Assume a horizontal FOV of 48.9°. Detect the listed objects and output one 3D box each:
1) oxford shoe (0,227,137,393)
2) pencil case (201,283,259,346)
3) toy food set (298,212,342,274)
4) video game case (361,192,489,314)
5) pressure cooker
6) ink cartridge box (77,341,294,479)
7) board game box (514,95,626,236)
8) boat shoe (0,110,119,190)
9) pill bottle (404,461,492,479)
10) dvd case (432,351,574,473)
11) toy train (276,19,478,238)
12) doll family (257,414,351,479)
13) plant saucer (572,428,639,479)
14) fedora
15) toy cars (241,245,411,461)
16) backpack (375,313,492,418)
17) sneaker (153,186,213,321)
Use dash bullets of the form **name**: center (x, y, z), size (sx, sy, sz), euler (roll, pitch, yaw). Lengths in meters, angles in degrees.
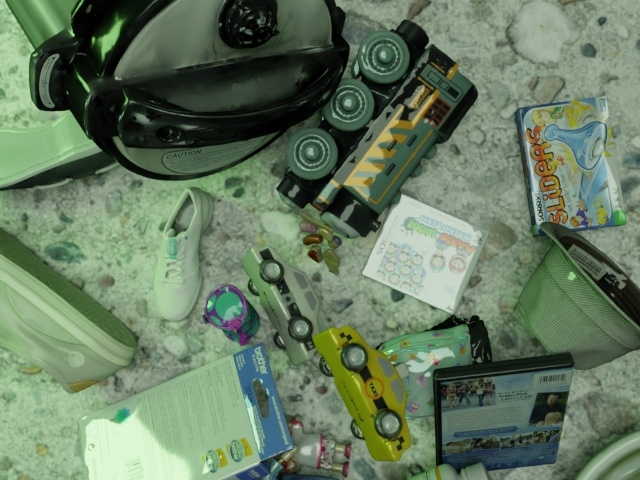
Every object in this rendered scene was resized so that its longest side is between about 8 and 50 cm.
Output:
- **oxford shoe**: center (-0.484, 0.071, 1.061), size (0.449, 0.169, 0.130), euler (40, 90, 0)
- **pencil case**: center (-0.129, 0.112, 1.040), size (0.064, 0.151, 0.070), euler (-18, 75, -2)
- **toy food set**: center (0.000, 0.000, 1.069), size (0.078, 0.122, 0.019), euler (29, 62, 17)
- **video game case**: center (0.163, 0.020, 1.097), size (0.157, 0.019, 0.143), euler (24, 88, 4)
- **pressure cooker**: center (-0.187, -0.284, 0.918), size (0.370, 0.375, 0.420), euler (-40, 65, 5)
- **ink cartridge box**: center (-0.197, 0.292, 1.036), size (0.311, 0.065, 0.186), euler (-25, 52, 3)
- **board game box**: center (0.383, -0.113, 1.086), size (0.136, 0.035, 0.201), euler (-8, 85, 2)
- **boat shoe**: center (-0.436, -0.126, 1.104), size (0.302, 0.091, 0.114), euler (-12, 66, 4)
- **pill bottle**: center (0.151, 0.399, 1.012), size (0.215, 0.117, 0.117), euler (-26, 85, 8)
- **dvd case**: center (0.250, 0.251, 0.987), size (0.180, 0.253, 0.022), euler (-7, 43, 3)
- **toy train**: center (0.083, -0.163, 1.061), size (0.190, 0.142, 0.334), euler (37, 89, -3)
- **doll family**: center (-0.049, 0.397, 1.031), size (0.163, 0.118, 0.263), euler (7, 86, 4)
- **plant saucer**: center (0.519, 0.454, 1.006), size (0.400, 0.100, 0.400), euler (0, 86, 2)
- **fedora**: center (0.361, 0.094, 0.979), size (0.244, 0.275, 0.124), euler (47, 113, 11)
- **toy cars**: center (0.015, 0.139, 1.000), size (0.087, 0.176, 0.394), euler (-24, 42, -23)
- **backpack**: center (0.161, 0.193, 1.038), size (0.182, 0.115, 0.152), euler (-7, 88, 6)
- **sneaker**: center (-0.220, 0.019, 1.081), size (0.080, 0.094, 0.212), euler (9, 87, 2)
